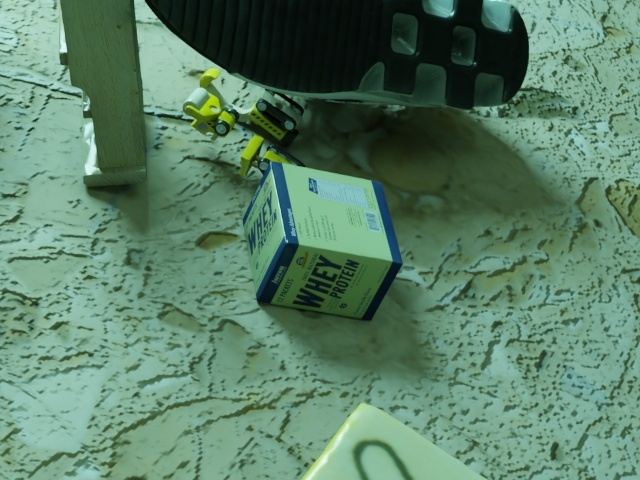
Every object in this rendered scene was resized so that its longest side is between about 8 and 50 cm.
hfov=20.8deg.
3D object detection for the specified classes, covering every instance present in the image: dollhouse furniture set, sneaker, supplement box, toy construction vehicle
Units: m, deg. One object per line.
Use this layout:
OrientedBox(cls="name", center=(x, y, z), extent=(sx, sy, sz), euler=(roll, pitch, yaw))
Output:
OrientedBox(cls="dollhouse furniture set", center=(-0.241, -0.123, 1.138), extent=(0.242, 0.161, 0.212), euler=(-4, 42, -4))
OrientedBox(cls="sneaker", center=(-0.014, -0.157, 1.283), extent=(0.331, 0.122, 0.146), euler=(14, -5, -37))
OrientedBox(cls="supplement box", center=(0.000, 0.000, 1.163), extent=(0.083, 0.056, 0.083), euler=(10, 40, -21))
OrientedBox(cls="toy construction vehicle", center=(-0.053, -0.077, 1.247), extent=(0.098, 0.035, 0.086), euler=(33, 37, -6))

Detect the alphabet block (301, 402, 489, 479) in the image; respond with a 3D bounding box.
OrientedBox(cls="alphabet block", center=(0.032, 0.230, 0.797), extent=(0.197, 0.193, 0.192), euler=(33, 36, 8))
